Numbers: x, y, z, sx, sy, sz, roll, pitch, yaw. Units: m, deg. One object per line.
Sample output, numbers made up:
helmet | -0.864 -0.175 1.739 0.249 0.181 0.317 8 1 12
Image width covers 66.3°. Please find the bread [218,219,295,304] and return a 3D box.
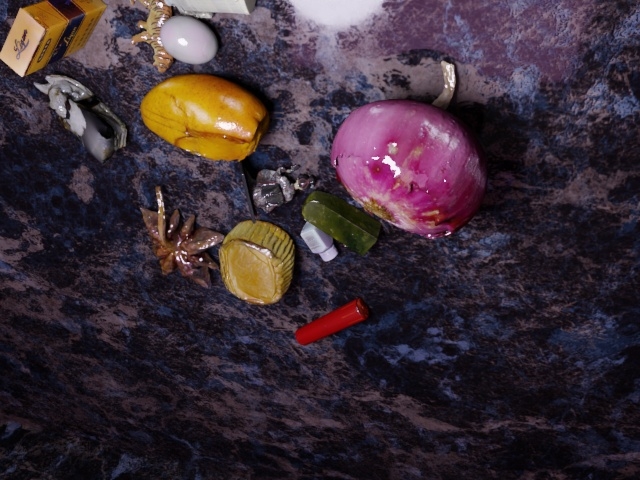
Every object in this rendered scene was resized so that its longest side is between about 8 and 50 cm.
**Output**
bread | -0.190 0.068 1.491 0.228 0.142 0.253 13 131 6

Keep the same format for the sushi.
sushi | -0.651 -0.357 1.355 0.273 0.109 0.134 40 132 4

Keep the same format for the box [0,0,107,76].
box | -0.621 -0.493 1.148 0.070 0.237 0.152 41 126 -18

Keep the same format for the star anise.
star anise | -0.450 0.009 1.546 0.293 0.109 0.349 22 128 -6

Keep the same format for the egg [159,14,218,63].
egg | -0.308 -0.470 1.152 0.135 0.103 0.103 14 131 -19

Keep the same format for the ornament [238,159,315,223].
ornament | -0.113 -0.158 1.347 0.196 0.153 0.166 -11 125 -4

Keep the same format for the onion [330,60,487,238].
onion | 0.217 -0.170 1.101 0.345 0.358 0.358 -32 119 -13

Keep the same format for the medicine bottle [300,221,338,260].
medicine bottle | 0.000 0.000 1.423 0.055 0.074 0.118 -22 117 28

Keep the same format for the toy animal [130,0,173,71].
toy animal | -0.398 -0.530 1.175 0.099 0.056 0.241 14 126 -2

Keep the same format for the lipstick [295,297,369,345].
lipstick | 0.036 0.272 1.615 0.280 0.073 0.073 -31 112 32

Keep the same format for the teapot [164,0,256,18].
teapot | -0.248 -0.548 1.104 0.201 0.077 0.107 9 158 11

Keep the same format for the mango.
mango | -0.294 -0.311 1.232 0.350 0.201 0.199 17 92 14

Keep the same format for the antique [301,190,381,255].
antique | 0.054 -0.058 1.363 0.221 0.080 0.081 33 127 -6
